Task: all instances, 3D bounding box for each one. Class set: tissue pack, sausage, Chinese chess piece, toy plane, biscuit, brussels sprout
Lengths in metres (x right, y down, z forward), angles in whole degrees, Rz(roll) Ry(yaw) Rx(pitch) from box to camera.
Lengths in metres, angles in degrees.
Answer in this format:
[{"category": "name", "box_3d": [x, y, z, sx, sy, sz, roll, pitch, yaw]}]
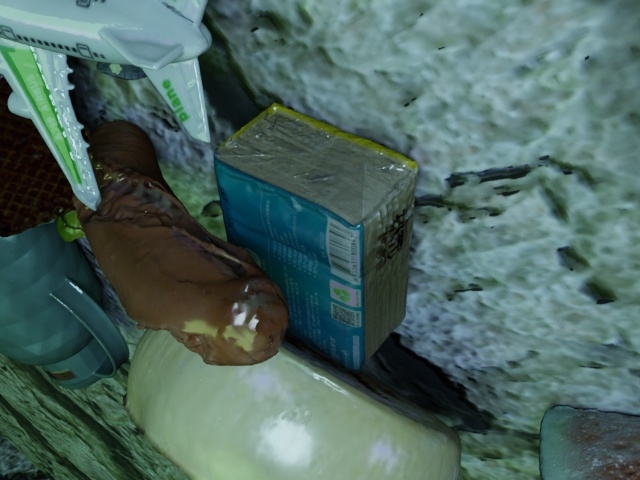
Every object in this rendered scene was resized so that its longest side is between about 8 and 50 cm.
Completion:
[{"category": "tissue pack", "box_3d": [0.000, 0.000, 0.562, 0.120, 0.082, 0.169, 26, 145, 23]}, {"category": "sausage", "box_3d": [-0.118, -0.005, 0.563, 0.326, 0.087, 0.079, 44, 167, 51]}, {"category": "Chinese chess piece", "box_3d": [-0.022, 0.140, 0.632, 0.270, 0.112, 0.270, 30, 177, 2]}, {"category": "toy plane", "box_3d": [-0.174, -0.151, 0.503, 0.256, 0.101, 0.250, 20, 124, 15]}, {"category": "biscuit", "box_3d": [-0.263, -0.122, 0.651, 0.070, 0.106, 0.252, 54, 162, 43]}, {"category": "brussels sprout", "box_3d": [-0.233, -0.010, 0.832, 0.083, 0.046, 0.051, 26, 143, 3]}]

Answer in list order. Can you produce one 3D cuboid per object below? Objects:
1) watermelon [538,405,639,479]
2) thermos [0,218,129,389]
[{"category": "watermelon", "box_3d": [0.268, 0.197, 0.508, 0.213, 0.201, 0.261, 50, -171, -18]}, {"category": "thermos", "box_3d": [-0.316, 0.063, 0.910, 0.182, 0.145, 0.286, 12, 141, 32]}]
